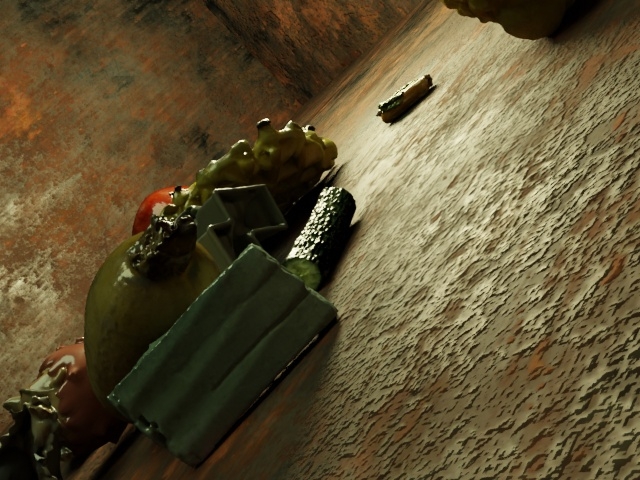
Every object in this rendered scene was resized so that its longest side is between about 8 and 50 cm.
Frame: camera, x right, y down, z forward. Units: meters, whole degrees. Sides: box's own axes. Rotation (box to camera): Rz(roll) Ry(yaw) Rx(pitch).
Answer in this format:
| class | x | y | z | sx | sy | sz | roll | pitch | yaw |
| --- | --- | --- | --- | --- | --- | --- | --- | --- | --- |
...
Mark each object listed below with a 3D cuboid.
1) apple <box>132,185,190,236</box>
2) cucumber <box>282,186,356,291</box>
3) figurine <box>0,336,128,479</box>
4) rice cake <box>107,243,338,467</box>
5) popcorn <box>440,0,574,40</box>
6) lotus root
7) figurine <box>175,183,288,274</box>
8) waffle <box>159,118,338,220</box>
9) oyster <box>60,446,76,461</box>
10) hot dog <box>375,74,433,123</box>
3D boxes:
| class | x | y | z | sx | sy | sz | roll | pitch | yaw |
| --- | --- | --- | --- | --- | --- | --- | --- | --- | --- |
| apple | -0.311 | -0.015 | 1.785 | 0.218 | 0.218 | 0.201 | -46 | 9 | -5 |
| cucumber | 0.001 | 0.001 | 0.986 | 0.058 | 0.058 | 0.187 | -38 | 14 | 33 |
| figurine | -0.347 | 0.232 | 1.069 | 0.387 | 0.166 | 0.207 | -69 | -17 | -51 |
| rice cake | -0.095 | 0.111 | 0.773 | 0.211 | 0.124 | 0.038 | -52 | 4 | -5 |
| popcorn | 0.237 | -0.346 | 1.004 | 0.226 | 0.203 | 0.200 | -18 | 3 | 45 |
| lotus root | -0.188 | 0.088 | 0.886 | 0.343 | 0.151 | 0.169 | 107 | 175 | -51 |
| figurine | -0.186 | 0.059 | 1.159 | 0.285 | 0.167 | 0.342 | -38 | 13 | 30 |
| waffle | -0.149 | -0.078 | 1.471 | 0.379 | 0.095 | 0.382 | -38 | -12 | 23 |
| oyster | -0.382 | 0.274 | 1.332 | 0.198 | 0.092 | 0.259 | -42 | 2 | 15 |
| hot dog | 0.146 | -0.253 | 1.410 | 0.133 | 0.041 | 0.056 | -37 | 13 | 38 |
